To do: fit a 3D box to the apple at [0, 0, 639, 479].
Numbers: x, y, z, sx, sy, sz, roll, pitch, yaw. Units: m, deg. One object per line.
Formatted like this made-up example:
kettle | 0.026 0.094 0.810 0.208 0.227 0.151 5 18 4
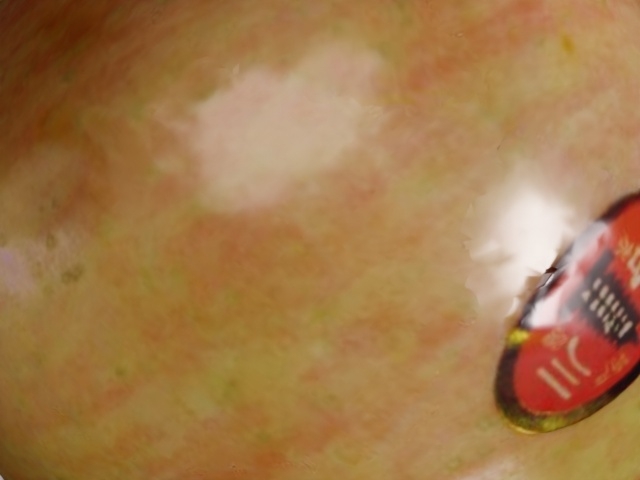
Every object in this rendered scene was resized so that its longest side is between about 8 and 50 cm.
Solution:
apple | 0.000 0.000 0.738 0.346 0.391 0.391 -22 66 5
